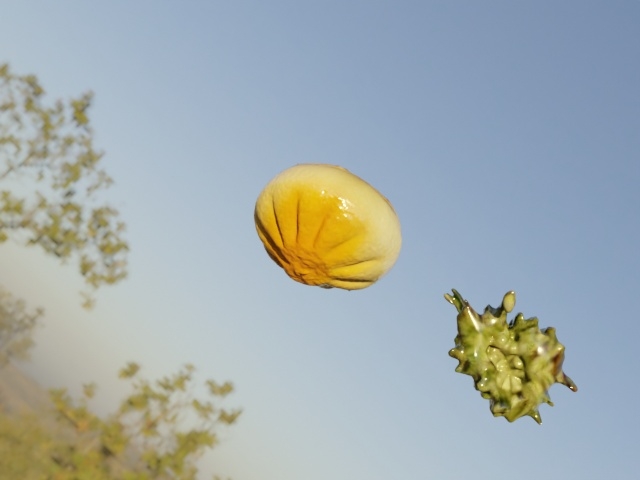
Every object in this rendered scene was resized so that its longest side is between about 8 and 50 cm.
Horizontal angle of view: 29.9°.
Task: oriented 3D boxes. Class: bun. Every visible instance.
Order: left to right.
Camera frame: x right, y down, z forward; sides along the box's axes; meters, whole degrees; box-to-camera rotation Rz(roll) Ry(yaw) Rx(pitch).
[{"bbox_3d":[0.000,0.000,2.280,0.299,0.165,0.299,20,-35,15],"label":"bun"}]

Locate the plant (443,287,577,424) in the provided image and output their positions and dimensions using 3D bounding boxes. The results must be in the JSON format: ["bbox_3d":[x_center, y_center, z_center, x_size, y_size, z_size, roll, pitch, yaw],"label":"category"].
[{"bbox_3d":[0.337,0.183,2.120,0.251,0.180,0.333,62,12,-3],"label":"plant"}]
